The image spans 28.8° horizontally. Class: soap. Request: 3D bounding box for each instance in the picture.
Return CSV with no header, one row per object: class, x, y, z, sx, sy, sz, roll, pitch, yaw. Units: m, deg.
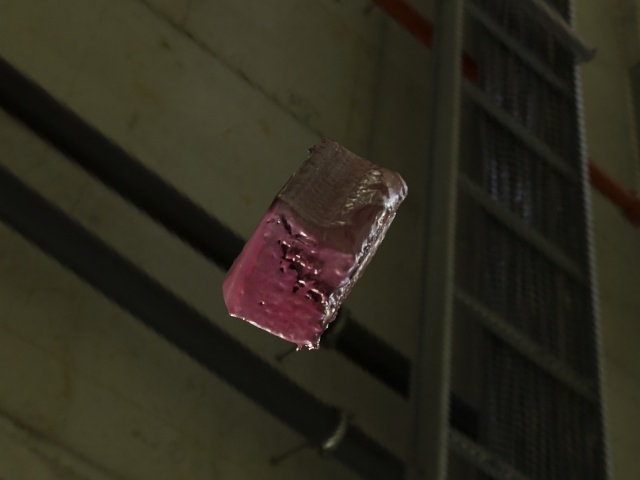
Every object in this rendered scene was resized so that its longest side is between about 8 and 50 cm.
soap,0.000,0.000,1.432,0.127,0.220,0.325,31,-152,4
